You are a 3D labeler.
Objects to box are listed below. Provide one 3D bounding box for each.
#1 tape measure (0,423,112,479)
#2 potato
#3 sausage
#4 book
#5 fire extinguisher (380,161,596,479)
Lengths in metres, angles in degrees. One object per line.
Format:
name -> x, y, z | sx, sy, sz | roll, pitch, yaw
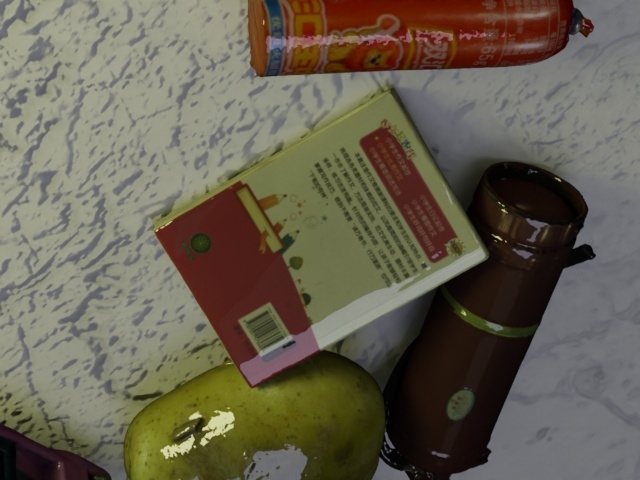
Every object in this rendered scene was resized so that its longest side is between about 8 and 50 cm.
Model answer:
tape measure -> -0.322, 0.252, 1.608 | 0.231, 0.149, 0.245 | -27, 140, 22
potato -> -0.057, 0.188, 1.627 | 0.228, 0.148, 0.197 | -5, 122, -9
sausage -> 0.080, -0.166, 1.424 | 0.274, 0.074, 0.074 | -4, 129, -14
book -> 0.000, 0.000, 1.521 | 0.231, 0.022, 0.162 | -30, 100, 9
fire extinguisher -> 0.142, 0.096, 1.631 | 0.141, 0.105, 0.341 | 6, 124, -20
